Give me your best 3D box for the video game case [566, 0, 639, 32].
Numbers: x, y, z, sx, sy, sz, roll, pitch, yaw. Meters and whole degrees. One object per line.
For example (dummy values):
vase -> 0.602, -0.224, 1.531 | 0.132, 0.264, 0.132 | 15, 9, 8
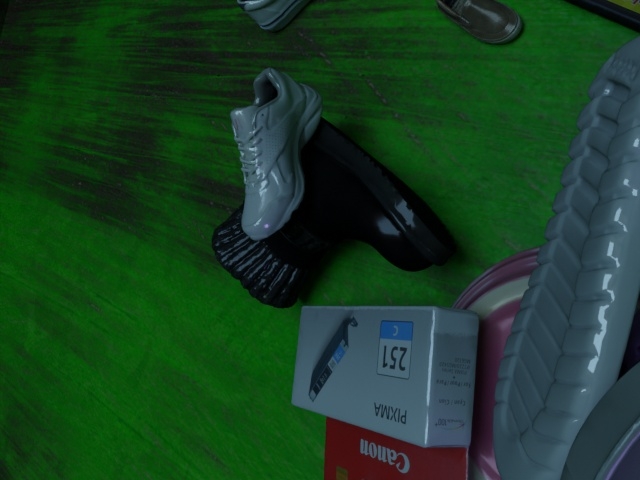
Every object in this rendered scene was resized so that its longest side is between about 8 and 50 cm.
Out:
video game case -> 0.391, -0.343, 0.635 | 0.275, 0.035, 0.248 | 46, 110, 36

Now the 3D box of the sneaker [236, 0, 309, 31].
sneaker -> -0.032, -0.447, 0.979 | 0.258, 0.091, 0.094 | -42, 57, 27

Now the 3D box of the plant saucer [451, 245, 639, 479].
plant saucer -> 0.246, 0.162, 0.620 | 0.332, 0.084, 0.332 | -10, 74, 38

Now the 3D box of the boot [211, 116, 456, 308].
boot -> 0.002, 0.001, 0.826 | 0.260, 0.131, 0.348 | -52, 42, 11

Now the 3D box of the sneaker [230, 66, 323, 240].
sneaker -> -0.077, -0.116, 0.781 | 0.090, 0.115, 0.232 | -10, 62, 43

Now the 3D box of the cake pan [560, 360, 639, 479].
cake pan -> 0.308, 0.182, 0.457 | 0.293, 0.293, 0.054 | -62, 20, 12

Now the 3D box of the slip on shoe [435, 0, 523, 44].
slip on shoe -> 0.198, -0.296, 0.784 | 0.051, 0.041, 0.135 | -54, 52, 18

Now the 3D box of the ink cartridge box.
ink cartridge box -> 0.058, 0.209, 0.718 | 0.296, 0.066, 0.261 | -12, 71, 61

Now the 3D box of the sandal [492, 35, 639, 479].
sandal -> 0.250, 0.037, 0.513 | 0.102, 0.169, 0.416 | 14, 98, -1
